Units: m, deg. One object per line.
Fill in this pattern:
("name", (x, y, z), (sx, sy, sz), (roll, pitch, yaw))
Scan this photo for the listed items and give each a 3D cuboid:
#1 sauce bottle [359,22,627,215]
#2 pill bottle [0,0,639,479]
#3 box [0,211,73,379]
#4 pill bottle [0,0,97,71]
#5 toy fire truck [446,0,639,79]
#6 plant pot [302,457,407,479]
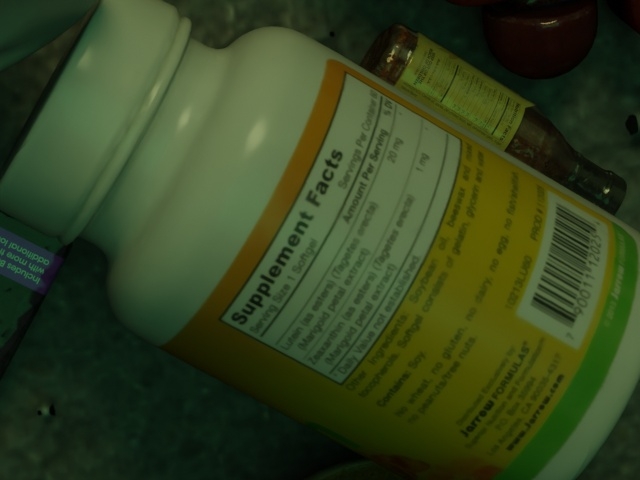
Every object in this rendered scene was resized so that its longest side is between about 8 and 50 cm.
("sauce bottle", (0.075, -0.047, 0.691), (0.128, 0.042, 0.042), (31, 91, -15))
("pill bottle", (0.000, 0.000, 0.634), (0.246, 0.136, 0.136), (29, 92, -13))
("box", (-0.191, 0.043, 0.660), (0.116, 0.029, 0.162), (27, 95, -12))
("pill bottle", (-0.196, -0.188, 0.535), (0.161, 0.161, 0.283), (-25, 85, -6))
("toy fire truck", (0.142, -0.191, 0.633), (0.302, 0.169, 0.254), (-12, 119, -8))
("plant pot", (0.061, 0.256, 0.657), (0.237, 0.237, 0.254), (11, 111, -12))
